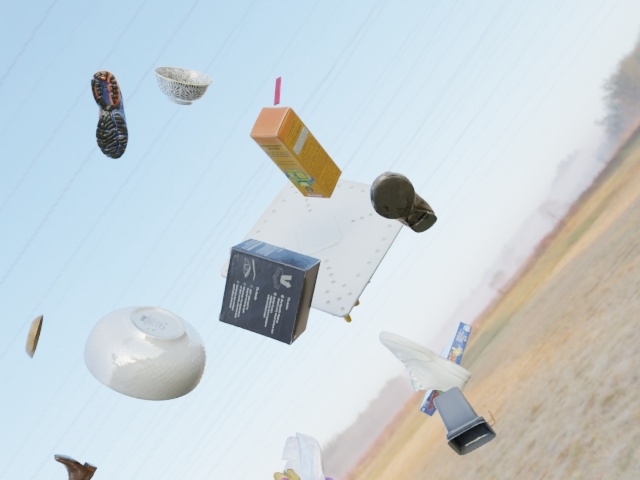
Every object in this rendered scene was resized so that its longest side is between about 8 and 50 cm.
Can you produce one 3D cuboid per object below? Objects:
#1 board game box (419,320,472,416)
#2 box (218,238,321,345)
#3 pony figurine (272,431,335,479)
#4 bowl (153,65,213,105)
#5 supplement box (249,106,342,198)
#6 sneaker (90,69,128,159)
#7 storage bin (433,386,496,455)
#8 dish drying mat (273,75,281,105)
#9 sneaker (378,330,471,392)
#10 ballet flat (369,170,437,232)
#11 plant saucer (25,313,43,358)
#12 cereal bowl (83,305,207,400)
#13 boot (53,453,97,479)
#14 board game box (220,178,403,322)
[{"bbox_3d":[0.306,0.310,1.534,0.201,0.035,0.136,-55,-13,-45],"label":"board game box"},{"bbox_3d":[-0.098,0.096,1.225,0.093,0.158,0.156,-32,-43,-68],"label":"box"},{"bbox_3d":[0.001,0.556,1.262,0.351,0.363,0.303,-35,23,57],"label":"pony figurine"},{"bbox_3d":[-0.402,-0.443,1.835,0.170,0.170,0.080,-25,-43,-53],"label":"bowl"},{"bbox_3d":[-0.046,-0.179,1.324,0.233,0.078,0.080,43,-119,-48],"label":"supplement box"},{"bbox_3d":[-0.525,-0.317,1.604,0.087,0.083,0.221,-107,18,-75],"label":"sneaker"},{"bbox_3d":[0.278,0.342,1.222,0.098,0.091,0.135,-32,-37,7],"label":"storage bin"},{"bbox_3d":[-0.128,-0.448,1.896,0.008,0.032,0.083,9,-99,-32],"label":"dish drying mat"},{"bbox_3d":[0.208,0.270,1.336,0.094,0.212,0.080,-61,-3,-2],"label":"sneaker"},{"bbox_3d":[0.152,-0.076,1.181,0.084,0.058,0.250,-39,-30,16],"label":"ballet flat"},{"bbox_3d":[-0.526,0.175,1.157,0.083,0.015,0.083,-167,90,-73],"label":"plant saucer"},{"bbox_3d":[-0.470,0.284,1.755,0.339,0.339,0.141,-17,-46,-60],"label":"cereal bowl"},{"bbox_3d":[-0.544,0.522,1.342,0.106,0.037,0.114,36,-109,-30],"label":"boot"},{"bbox_3d":[0.000,0.000,1.604,0.390,0.390,0.050,-55,-38,-28],"label":"board game box"}]
